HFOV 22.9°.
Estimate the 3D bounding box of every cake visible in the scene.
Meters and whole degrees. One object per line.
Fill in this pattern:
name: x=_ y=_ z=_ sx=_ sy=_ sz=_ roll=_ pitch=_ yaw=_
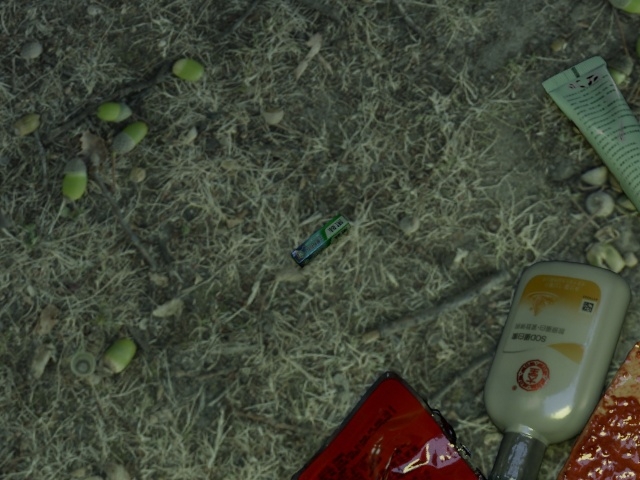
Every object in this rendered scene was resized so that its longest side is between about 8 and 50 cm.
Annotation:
cake: x=0.350 y=0.259 z=1.733 sx=0.160 sy=0.158 sz=0.262 roll=27 pitch=72 yaw=20

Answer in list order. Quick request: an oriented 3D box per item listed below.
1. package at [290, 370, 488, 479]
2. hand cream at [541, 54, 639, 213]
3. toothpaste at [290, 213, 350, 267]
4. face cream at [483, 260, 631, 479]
package: x=0.096 y=0.294 z=1.803 sx=0.194 sy=0.071 sz=0.269 roll=-43 pitch=59 yaw=-3
hand cream: x=0.387 y=-0.098 z=1.952 sx=0.085 sy=0.058 sz=0.331 roll=-28 pitch=62 yaw=0
toothpaste: x=0.000 y=0.000 z=2.015 sx=0.083 sy=0.017 sz=0.020 roll=-40 pitch=62 yaw=-7
face cream: x=0.260 y=0.163 z=1.842 sx=0.144 sy=0.071 sz=0.291 roll=9 pitch=67 yaw=34
